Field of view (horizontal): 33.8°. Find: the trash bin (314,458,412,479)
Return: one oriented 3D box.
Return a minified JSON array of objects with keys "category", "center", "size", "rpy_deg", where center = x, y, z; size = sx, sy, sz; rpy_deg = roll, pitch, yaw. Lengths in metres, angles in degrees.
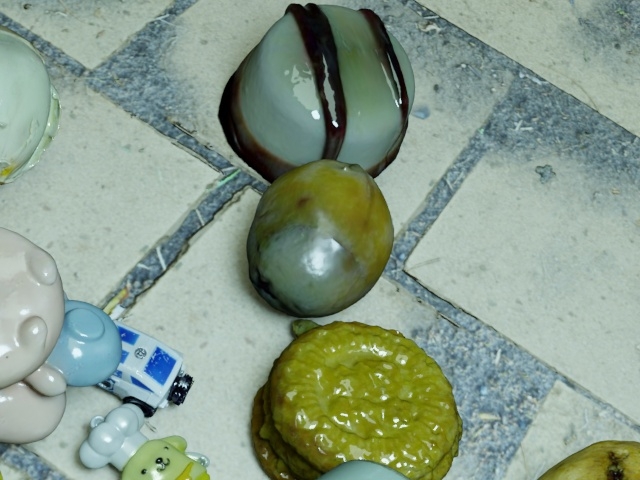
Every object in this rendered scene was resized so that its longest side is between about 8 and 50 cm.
[{"category":"trash bin","center":[-0.067,0.411,0.951],"size":[0.432,0.280,0.280],"rpy_deg":[-28,68,-34]}]

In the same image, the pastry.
[{"category":"pastry","center":[0.048,0.197,1.221],"size":[0.240,0.132,0.235],"rpy_deg":[25,53,0]}]

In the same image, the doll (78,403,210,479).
[{"category":"doll","center":[-0.191,0.247,1.158],"size":[0.162,0.062,0.106],"rpy_deg":[35,49,11]}]

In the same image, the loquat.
[{"category":"loquat","center":[0.000,0.000,1.321],"size":[0.179,0.179,0.227],"rpy_deg":[19,48,-3]}]

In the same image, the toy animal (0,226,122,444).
[{"category":"toy animal","center":[-0.349,0.103,1.091],"size":[0.229,0.221,0.210],"rpy_deg":[-13,61,14]}]

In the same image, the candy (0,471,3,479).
[{"category":"candy","center":[-0.355,0.244,0.973],"size":[0.081,0.297,0.187],"rpy_deg":[-1,54,4]}]

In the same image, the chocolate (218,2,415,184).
[{"category":"chocolate","center":[0.010,-0.217,1.469],"size":[0.283,0.186,0.283],"rpy_deg":[8,53,-11]}]

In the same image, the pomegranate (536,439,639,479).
[{"category":"pomegranate","center":[0.331,0.351,1.137],"size":[0.260,0.260,0.260],"rpy_deg":[8,54,-11]}]

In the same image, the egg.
[{"category":"egg","center":[-0.444,-0.180,1.301],"size":[0.244,0.201,0.201],"rpy_deg":[28,52,19]}]

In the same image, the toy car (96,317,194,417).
[{"category":"toy car","center":[-0.228,0.140,1.217],"size":[0.170,0.070,0.080],"rpy_deg":[24,52,2]}]
